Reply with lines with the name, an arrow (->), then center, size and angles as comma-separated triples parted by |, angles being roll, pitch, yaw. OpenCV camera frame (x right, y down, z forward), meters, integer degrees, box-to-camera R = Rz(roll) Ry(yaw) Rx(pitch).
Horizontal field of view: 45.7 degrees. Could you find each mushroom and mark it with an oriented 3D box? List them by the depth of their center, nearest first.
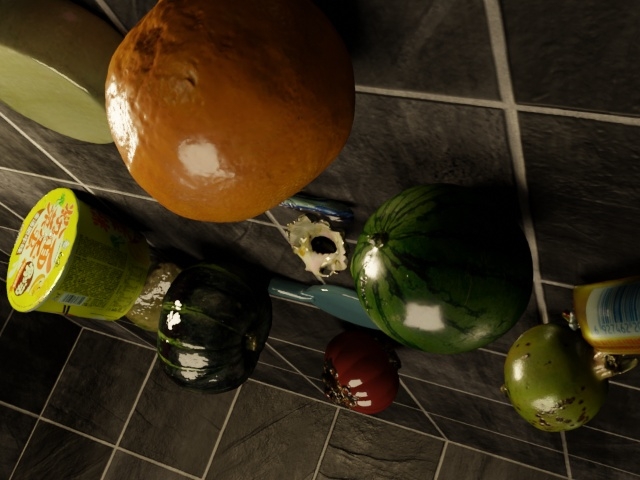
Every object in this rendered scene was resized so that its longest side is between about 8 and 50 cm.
mushroom -> -0.396, 0.142, 1.986 | 0.218, 0.211, 0.292 | 10, 153, 50

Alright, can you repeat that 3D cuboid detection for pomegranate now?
pomegranate -> 0.442, 0.231, 1.387 | 0.198, 0.198, 0.245 | 22, 126, -2

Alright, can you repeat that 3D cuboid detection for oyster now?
oyster -> 0.007, 0.003, 1.362 | 0.133, 0.072, 0.209 | 31, 154, 15

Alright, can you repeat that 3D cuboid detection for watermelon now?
watermelon -> 0.165, 0.037, 1.035 | 0.243, 0.242, 0.242 | 19, 161, 7

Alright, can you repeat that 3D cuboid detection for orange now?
orange -> -0.091, -0.142, 0.789 | 0.261, 0.261, 0.261 | 19, 161, 7

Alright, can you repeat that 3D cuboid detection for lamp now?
lamp -> 0.100, 0.342, 1.961 | 0.227, 0.226, 0.227 | 19, 161, 7

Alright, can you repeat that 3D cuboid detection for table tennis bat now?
table tennis bat -> 0.038, 0.146, 1.763 | 0.329, 0.044, 0.215 | 15, 161, 10

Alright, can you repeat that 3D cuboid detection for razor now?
razor -> -0.093, -0.071, 1.301 | 0.324, 0.093, 0.056 | 7, 121, 26

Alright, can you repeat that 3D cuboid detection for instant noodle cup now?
instant noodle cup -> -0.564, 0.051, 1.795 | 0.311, 0.311, 0.222 | 1, 161, 45

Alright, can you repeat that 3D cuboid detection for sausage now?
sausage -> 0.468, 0.109, 1.099 | 0.125, 0.117, 0.317 | 41, 158, -11

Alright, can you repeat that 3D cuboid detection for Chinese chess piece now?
Chinese chess piece -> -0.364, -0.236, 1.050 | 0.251, 0.101, 0.250 | 19, 161, 7

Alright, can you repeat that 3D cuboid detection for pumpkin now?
pumpkin -> -0.252, 0.201, 1.788 | 0.242, 0.323, 0.323 | 16, 160, 11

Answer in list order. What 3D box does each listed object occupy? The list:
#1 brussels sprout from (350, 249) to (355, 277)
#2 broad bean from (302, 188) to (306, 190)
brussels sprout -> 0.136, 0.060, 1.285 | 0.161, 0.144, 0.181 | 60, 168, -4
broad bean -> -0.162, -0.121, 1.188 | 0.292, 0.049, 0.144 | 15, -179, -1
